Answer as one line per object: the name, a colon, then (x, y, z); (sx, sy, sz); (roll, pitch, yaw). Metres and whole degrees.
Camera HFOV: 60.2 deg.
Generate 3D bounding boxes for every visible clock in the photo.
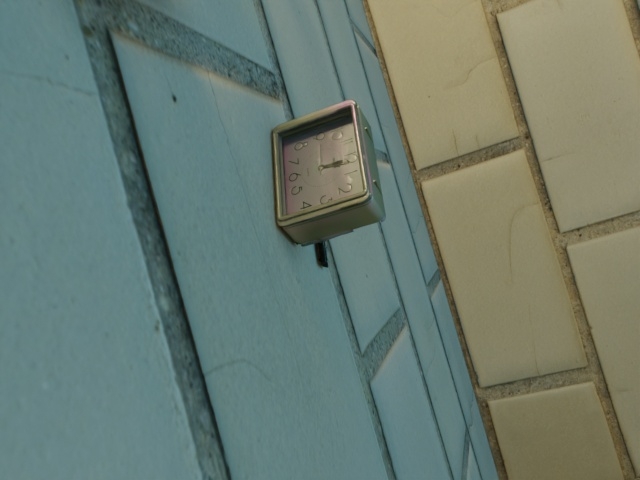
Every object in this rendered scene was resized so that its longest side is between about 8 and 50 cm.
clock: (0.010, -0.102, 0.821); (0.071, 0.147, 0.192); (49, 31, -54)

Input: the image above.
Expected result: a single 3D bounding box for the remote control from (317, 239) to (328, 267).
remote control: (0.000, 0.000, 0.917); (0.034, 0.016, 0.091); (74, 8, -66)
